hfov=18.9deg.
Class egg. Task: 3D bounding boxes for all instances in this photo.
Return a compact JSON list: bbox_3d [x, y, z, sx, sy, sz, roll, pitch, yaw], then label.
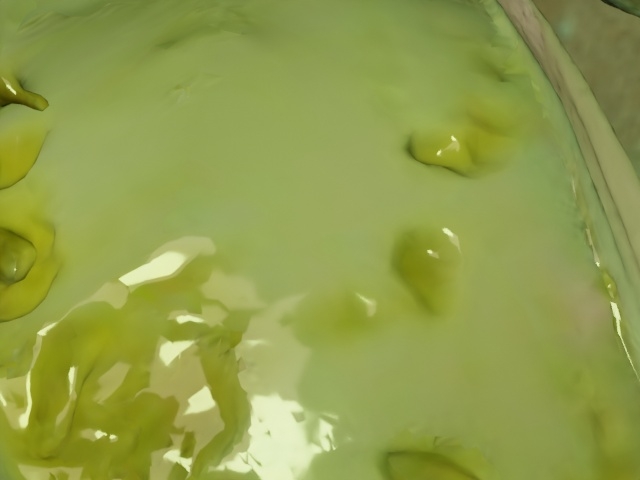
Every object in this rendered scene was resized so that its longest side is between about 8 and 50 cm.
[{"bbox_3d":[-0.016,-0.004,0.470,0.162,0.206,0.271,-44,118,-43],"label":"egg"}]

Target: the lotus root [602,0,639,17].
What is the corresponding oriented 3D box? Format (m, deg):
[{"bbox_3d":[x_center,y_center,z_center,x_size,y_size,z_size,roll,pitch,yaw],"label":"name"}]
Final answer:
[{"bbox_3d":[0.151,-0.180,0.491,0.322,0.158,0.140,-38,122,-16],"label":"lotus root"}]
